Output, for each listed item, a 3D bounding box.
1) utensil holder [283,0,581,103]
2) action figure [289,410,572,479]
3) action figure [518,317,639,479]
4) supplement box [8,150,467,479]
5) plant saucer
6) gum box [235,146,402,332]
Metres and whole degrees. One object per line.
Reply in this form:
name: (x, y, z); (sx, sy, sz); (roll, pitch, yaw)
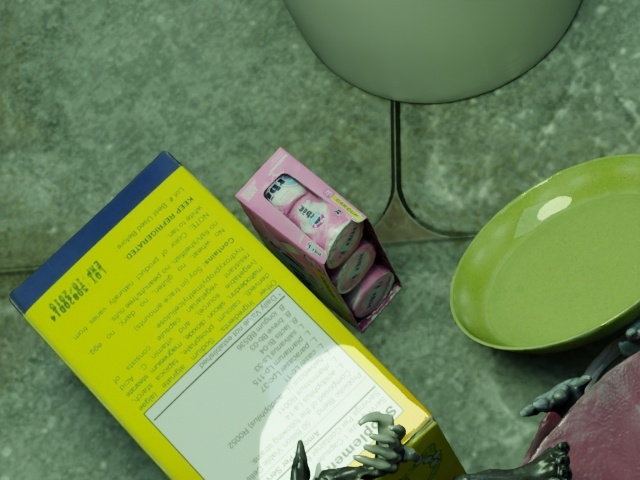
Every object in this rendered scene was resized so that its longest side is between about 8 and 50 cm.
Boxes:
utensil holder: (0.076, -0.340, 1.789); (0.328, 0.385, 0.327); (-4, 69, 11)
action figure: (0.057, 0.213, 1.506); (0.276, 0.141, 0.164); (-8, 68, 8)
action figure: (0.312, 0.259, 1.634); (0.248, 0.276, 0.370); (-36, 85, 1)
supplement box: (-0.069, 0.129, 1.741); (0.194, 0.195, 0.356); (-43, 66, -5)
plant saucer: (0.228, 0.019, 1.749); (0.241, 0.037, 0.241); (-25, 32, 17)
gum box: (0.000, 0.000, 1.779); (0.107, 0.188, 0.062); (38, 81, 23)
